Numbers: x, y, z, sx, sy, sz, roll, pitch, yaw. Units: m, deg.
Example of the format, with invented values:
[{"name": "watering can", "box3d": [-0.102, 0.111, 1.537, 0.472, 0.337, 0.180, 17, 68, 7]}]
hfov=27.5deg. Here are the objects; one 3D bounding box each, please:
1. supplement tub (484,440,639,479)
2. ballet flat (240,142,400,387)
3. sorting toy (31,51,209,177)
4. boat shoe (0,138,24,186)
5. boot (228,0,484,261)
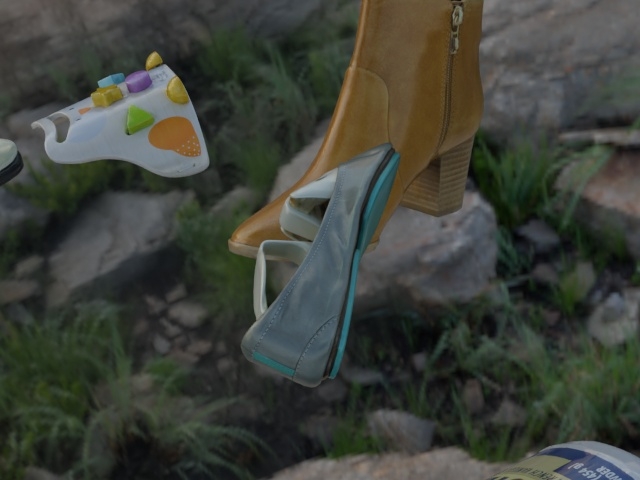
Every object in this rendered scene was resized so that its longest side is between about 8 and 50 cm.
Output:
[{"name": "supplement tub", "box3d": [0.106, 0.291, 0.875, 0.316, 0.228, 0.228, -21, 40, -26]}, {"name": "ballet flat", "box3d": [0.000, 0.000, 0.812, 0.068, 0.072, 0.213, 17, 42, 2]}, {"name": "sorting toy", "box3d": [-0.107, -0.060, 0.666, 0.075, 0.045, 0.083, -18, 31, -16]}, {"name": "boat shoe", "box3d": [-0.276, -0.038, 0.994, 0.133, 0.042, 0.049, -23, 40, 21]}, {"name": "boot", "box3d": [0.033, -0.107, 1.083, 0.104, 0.211, 0.295, 15, 23, 39]}]
